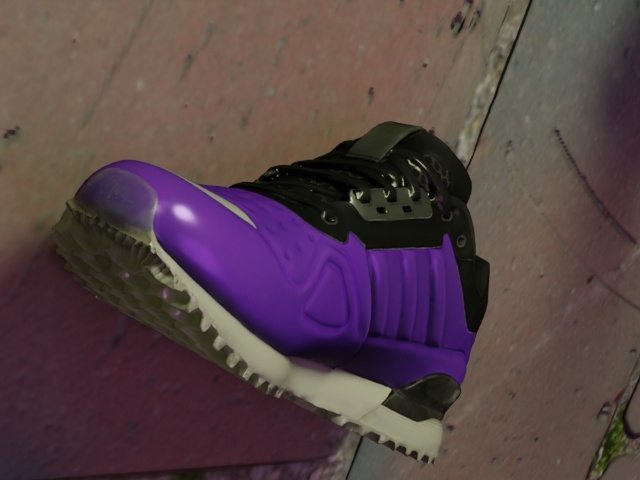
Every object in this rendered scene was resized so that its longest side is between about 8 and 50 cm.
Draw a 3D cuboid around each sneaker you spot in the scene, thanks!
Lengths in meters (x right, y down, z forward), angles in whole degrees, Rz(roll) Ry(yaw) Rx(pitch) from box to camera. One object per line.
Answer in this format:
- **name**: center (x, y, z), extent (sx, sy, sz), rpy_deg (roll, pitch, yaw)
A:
- **sneaker**: center (0.000, 0.000, 0.595), extent (0.146, 0.102, 0.293), rpy_deg (-62, 147, -6)
